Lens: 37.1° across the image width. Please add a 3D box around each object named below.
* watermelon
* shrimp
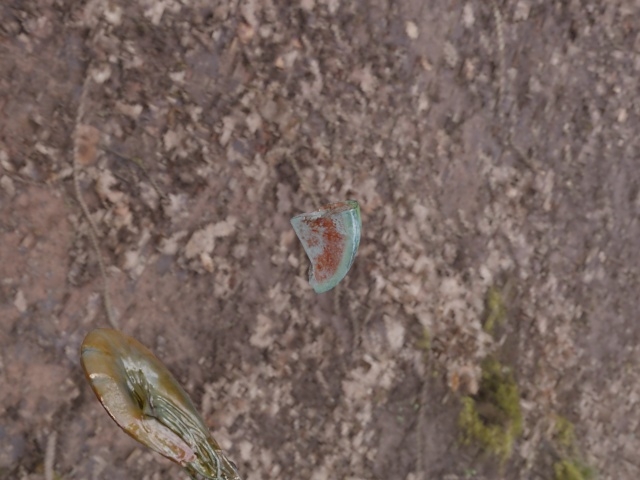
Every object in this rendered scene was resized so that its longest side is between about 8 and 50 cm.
[{"bbox_3d":[0.000,0.000,0.783,0.061,0.085,0.085,21,98,-12],"label":"watermelon"},{"bbox_3d":[-0.077,0.085,0.447,0.023,0.108,0.059,-42,171,13],"label":"shrimp"}]
